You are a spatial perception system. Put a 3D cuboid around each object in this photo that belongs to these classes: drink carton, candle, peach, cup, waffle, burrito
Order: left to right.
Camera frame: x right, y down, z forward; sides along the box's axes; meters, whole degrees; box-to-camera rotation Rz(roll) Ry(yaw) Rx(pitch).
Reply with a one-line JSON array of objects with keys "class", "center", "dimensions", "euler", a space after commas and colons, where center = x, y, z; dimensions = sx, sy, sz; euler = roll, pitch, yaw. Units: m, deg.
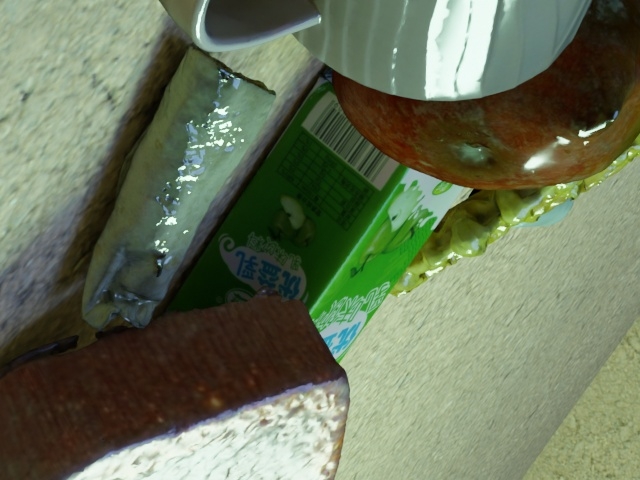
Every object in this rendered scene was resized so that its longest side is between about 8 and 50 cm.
[{"class": "burrito", "center": [-0.097, -0.036, 1.238], "dimensions": [0.087, 0.060, 0.226], "euler": [-19, 144, -54]}, {"class": "candle", "center": [-0.094, 0.168, 1.360], "dimensions": [0.287, 0.131, 0.317], "euler": [-41, 145, 8]}, {"class": "drink carton", "center": [0.000, 0.000, 1.497], "dimensions": [0.271, 0.108, 0.161], "euler": [-55, 161, 17]}, {"class": "cup", "center": [0.064, -0.205, 1.008], "dimensions": [0.288, 0.208, 0.273], "euler": [-60, 172, -30]}, {"class": "peach", "center": [0.127, -0.135, 1.260], "dimensions": [0.232, 0.232, 0.257], "euler": [-55, -154, 15]}, {"class": "waffle", "center": [0.187, -0.042, 1.793], "dimensions": [0.312, 0.060, 0.307], "euler": [-29, 180, -15]}]

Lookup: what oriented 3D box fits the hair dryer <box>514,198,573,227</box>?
[{"class": "hair dryer", "center": [0.262, -0.117, 2.027], "dimensions": [0.236, 0.073, 0.131], "euler": [-58, 162, 14]}]
